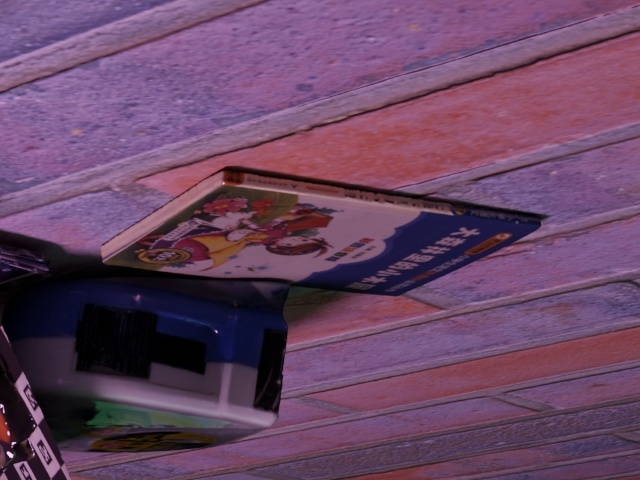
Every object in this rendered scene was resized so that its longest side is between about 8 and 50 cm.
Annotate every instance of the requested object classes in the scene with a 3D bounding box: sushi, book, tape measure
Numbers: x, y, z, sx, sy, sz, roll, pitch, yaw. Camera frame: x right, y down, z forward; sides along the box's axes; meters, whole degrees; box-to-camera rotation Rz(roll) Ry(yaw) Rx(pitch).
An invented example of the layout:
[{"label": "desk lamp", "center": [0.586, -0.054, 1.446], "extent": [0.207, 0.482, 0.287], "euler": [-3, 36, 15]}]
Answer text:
[{"label": "sushi", "center": [-0.322, 0.162, 1.592], "extent": [0.043, 0.192, 0.279], "euler": [-26, -174, -28]}, {"label": "book", "center": [0.000, 0.000, 1.503], "extent": [0.323, 0.018, 0.228], "euler": [8, 160, -31]}, {"label": "tape measure", "center": [-0.178, 0.124, 1.642], "extent": [0.262, 0.138, 0.259], "euler": [4, 164, -21]}]

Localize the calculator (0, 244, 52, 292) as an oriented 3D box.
[{"label": "calculator", "center": [-0.382, 0.036, 1.525], "extent": [0.274, 0.028, 0.166], "euler": [-17, 158, 37]}]
